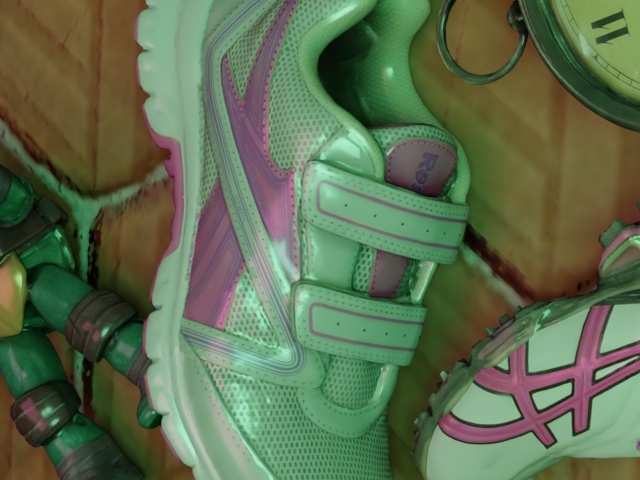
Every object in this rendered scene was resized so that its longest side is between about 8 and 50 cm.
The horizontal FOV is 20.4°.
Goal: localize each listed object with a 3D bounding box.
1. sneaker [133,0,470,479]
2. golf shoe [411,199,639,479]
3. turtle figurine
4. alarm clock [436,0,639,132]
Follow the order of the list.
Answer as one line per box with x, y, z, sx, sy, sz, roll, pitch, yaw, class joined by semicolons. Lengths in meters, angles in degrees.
0.000;0.000;0.682;0.111;0.103;0.252;-14;81;37;sneaker
0.105;0.052;0.629;0.186;0.067;0.086;-45;66;34;golf shoe
-0.160;0.019;0.817;0.234;0.118;0.175;41;135;12;turtle figurine
0.117;-0.096;0.606;0.192;0.064;0.129;-16;84;37;alarm clock
